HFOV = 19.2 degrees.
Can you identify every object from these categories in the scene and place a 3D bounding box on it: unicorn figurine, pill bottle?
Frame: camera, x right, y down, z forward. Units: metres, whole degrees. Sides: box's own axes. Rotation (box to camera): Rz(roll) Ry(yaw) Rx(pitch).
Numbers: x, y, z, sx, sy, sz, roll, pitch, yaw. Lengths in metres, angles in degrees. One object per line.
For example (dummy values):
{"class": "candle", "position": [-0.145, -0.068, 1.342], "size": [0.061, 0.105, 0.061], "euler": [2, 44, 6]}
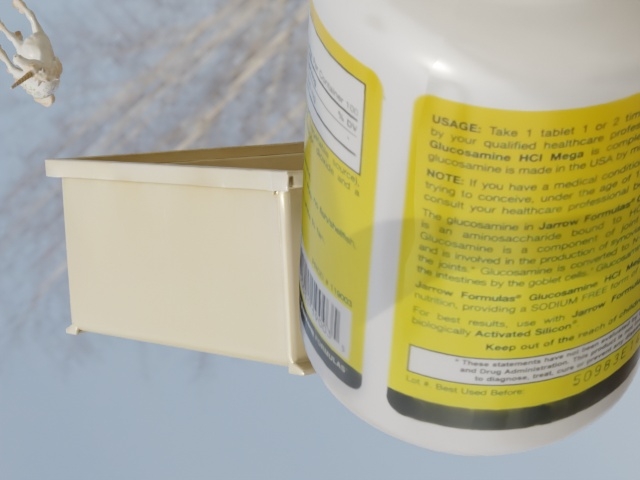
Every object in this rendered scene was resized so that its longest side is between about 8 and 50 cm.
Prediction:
{"class": "unicorn figurine", "position": [-0.287, -0.180, 1.876], "size": [0.111, 0.060, 0.162], "euler": [52, 178, 18]}
{"class": "pill bottle", "position": [0.086, -0.069, 0.915], "size": [0.188, 0.334, 0.188], "euler": [2, -137, -1]}

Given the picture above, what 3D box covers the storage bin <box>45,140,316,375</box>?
{"class": "storage bin", "position": [0.000, 0.000, 1.261], "size": [0.260, 0.262, 0.123], "euler": [-7, -83, -39]}
